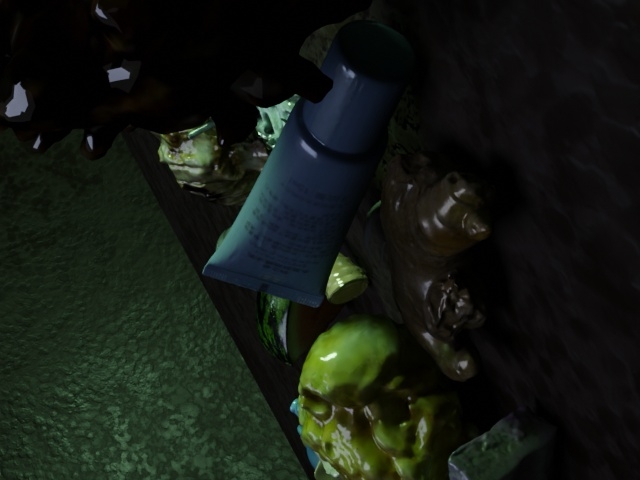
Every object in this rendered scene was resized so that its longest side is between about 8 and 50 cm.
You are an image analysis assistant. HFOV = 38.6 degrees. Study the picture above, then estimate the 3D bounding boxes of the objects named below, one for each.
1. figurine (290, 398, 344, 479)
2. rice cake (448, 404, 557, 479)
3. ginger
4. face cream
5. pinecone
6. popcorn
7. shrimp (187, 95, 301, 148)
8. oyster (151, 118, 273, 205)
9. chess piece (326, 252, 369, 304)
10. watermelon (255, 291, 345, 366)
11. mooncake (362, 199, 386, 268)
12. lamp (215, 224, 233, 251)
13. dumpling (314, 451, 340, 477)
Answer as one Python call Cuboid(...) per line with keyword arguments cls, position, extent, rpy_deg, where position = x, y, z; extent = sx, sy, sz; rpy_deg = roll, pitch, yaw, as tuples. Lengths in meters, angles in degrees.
Cuboid(cls="figurine", position=(0.026, 0.330, 1.548), extent=(0.262, 0.153, 0.180), rpy_deg=(34, 157, 52))
Cuboid(cls="rice cake", position=(0.185, 0.273, 0.904), extent=(0.050, 0.106, 0.298), rpy_deg=(39, 155, 37))
Cuboid(cls="ginger", position=(0.099, 0.028, 0.806), extent=(0.333, 0.080, 0.166), rpy_deg=(89, 165, -56))
Cuboid(cls="face cream", position=(-0.011, -0.046, 0.860), extent=(0.385, 0.135, 0.086), rpy_deg=(118, 166, -53))
Cuboid(cls="pinecone", position=(-0.133, -0.221, 0.605), extent=(0.398, 0.397, 0.398), rpy_deg=(58, 166, 23))
Cuboid(cls="popcorn", position=(0.085, 0.205, 1.014), extent=(0.225, 0.173, 0.286), rpy_deg=(44, 168, 17))
Cuboid(cls="shrimp", position=(-0.104, -0.193, 1.032), extent=(0.410, 0.166, 0.221), rpy_deg=(43, 126, 21))
Cuboid(cls="oyster", position=(-0.136, -0.129, 1.278), extent=(0.197, 0.133, 0.337), rpy_deg=(32, -171, -2))
Cuboid(cls="chess piece", position=(0.000, 0.000, 1.199), extent=(0.172, 0.060, 0.060), rpy_deg=(61, 168, 27))
Cuboid(cls="watermelon", position=(-0.053, 0.079, 1.352), extent=(0.145, 0.193, 0.137), rpy_deg=(12, 175, 39))
Cuboid(cls="mooncake", position=(0.020, -0.036, 1.036), extent=(0.347, 0.057, 0.150), rpy_deg=(166, 108, -70))
Cuboid(cls="lamp", position=(-0.143, 0.017, 1.694), extent=(0.105, 0.105, 0.105), rpy_deg=(58, 166, 23))
Cuboid(cls="dumpling", position=(0.041, 0.282, 1.372), extent=(0.228, 0.124, 0.151), rpy_deg=(-2, 78, 54))
